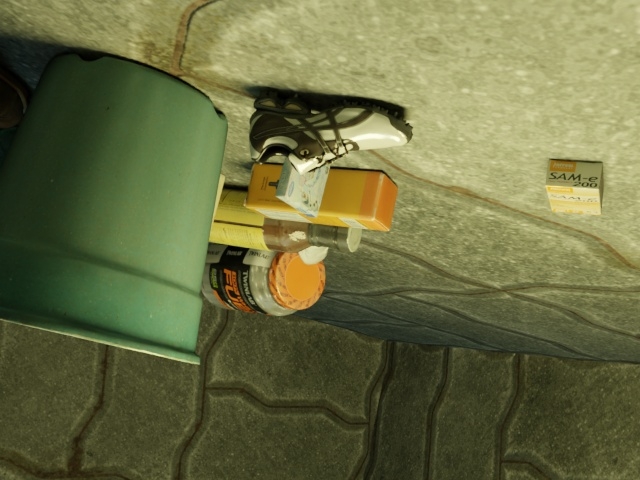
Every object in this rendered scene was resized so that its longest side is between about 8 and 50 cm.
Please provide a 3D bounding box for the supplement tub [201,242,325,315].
[{"bbox_3d":[-0.146,0.084,1.660,0.193,0.194,0.316,23,164,-39],"label":"supplement tub"}]

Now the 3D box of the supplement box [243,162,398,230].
[{"bbox_3d":[-0.002,-0.070,1.063,0.233,0.078,0.080,8,170,26],"label":"supplement box"}]

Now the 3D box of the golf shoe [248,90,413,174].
[{"bbox_3d":[0.009,-0.116,0.796,0.198,0.094,0.077,8,166,16],"label":"golf shoe"}]

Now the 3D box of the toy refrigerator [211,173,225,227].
[{"bbox_3d":[-0.259,-0.004,1.176,0.094,0.270,0.102,1,163,46],"label":"toy refrigerator"}]

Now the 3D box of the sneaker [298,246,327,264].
[{"bbox_3d":[0.000,0.000,1.413,0.094,0.080,0.212,-2,164,14],"label":"sneaker"}]

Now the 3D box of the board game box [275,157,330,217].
[{"bbox_3d":[-0.023,-0.089,0.956,0.020,0.090,0.090,7,167,31],"label":"board game box"}]

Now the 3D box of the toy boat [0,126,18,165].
[{"bbox_3d":[-0.508,-0.097,1.100,0.267,0.148,0.318,39,-157,9],"label":"toy boat"}]

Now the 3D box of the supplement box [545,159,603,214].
[{"bbox_3d":[0.317,-0.064,0.834,0.062,0.036,0.098,7,166,26],"label":"supplement box"}]

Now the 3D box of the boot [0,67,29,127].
[{"bbox_3d":[-0.481,-0.195,0.912,0.112,0.115,0.305,13,170,-9],"label":"boot"}]

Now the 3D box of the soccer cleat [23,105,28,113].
[{"bbox_3d":[-0.421,-0.177,1.081,0.068,0.076,0.196,-27,-174,-4],"label":"soccer cleat"}]

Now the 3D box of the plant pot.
[{"bbox_3d":[-0.284,-0.038,0.888,0.341,0.334,0.341,12,169,2],"label":"plant pot"}]

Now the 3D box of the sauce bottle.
[{"bbox_3d":[-0.093,-0.032,1.251,0.344,0.111,0.111,10,168,23],"label":"sauce bottle"}]
